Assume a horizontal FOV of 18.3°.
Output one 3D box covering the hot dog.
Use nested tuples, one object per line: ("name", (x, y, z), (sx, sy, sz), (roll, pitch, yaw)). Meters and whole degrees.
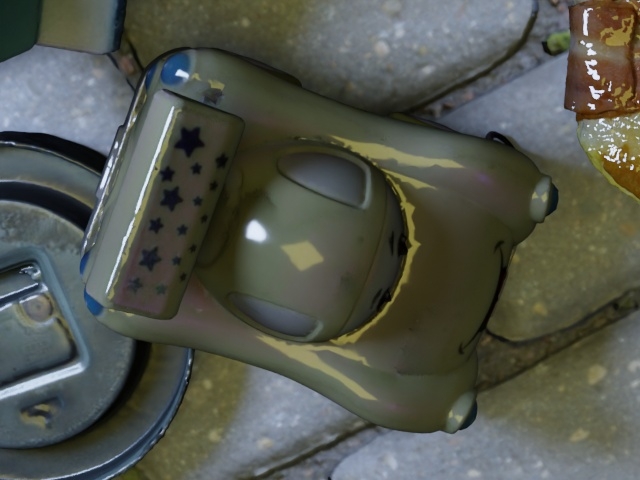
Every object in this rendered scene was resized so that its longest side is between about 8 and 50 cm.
("hot dog", (0.252, -0.145, 1.545), (0.123, 0.093, 0.262), (1, 91, 14))

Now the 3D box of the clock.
("clock", (-0.257, 0.065, 1.668), (0.318, 0.066, 0.319), (1, 105, 5))

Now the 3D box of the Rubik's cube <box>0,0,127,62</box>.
("Rubik's cube", (-0.305, -0.305, 1.414), (0.368, 0.358, 0.387), (8, 120, -4))

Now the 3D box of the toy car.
("toy car", (0.000, 0.000, 1.510), (0.336, 0.226, 0.242), (19, 96, -11))
